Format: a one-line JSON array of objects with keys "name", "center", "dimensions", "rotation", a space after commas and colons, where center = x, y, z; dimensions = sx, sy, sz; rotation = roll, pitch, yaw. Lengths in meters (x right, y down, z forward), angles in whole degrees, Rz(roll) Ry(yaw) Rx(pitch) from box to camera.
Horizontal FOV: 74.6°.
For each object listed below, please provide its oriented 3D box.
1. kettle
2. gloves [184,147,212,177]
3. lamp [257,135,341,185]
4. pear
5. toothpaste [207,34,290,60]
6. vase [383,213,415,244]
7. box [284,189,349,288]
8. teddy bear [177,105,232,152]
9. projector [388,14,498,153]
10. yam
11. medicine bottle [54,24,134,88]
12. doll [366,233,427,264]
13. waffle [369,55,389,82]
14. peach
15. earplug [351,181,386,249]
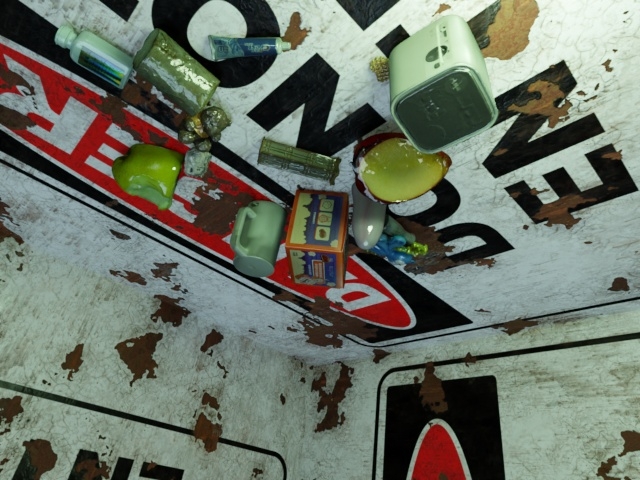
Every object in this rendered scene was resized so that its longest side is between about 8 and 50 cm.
[{"name": "kettle", "center": [-0.283, -0.023, 1.959], "dimensions": [0.205, 0.318, 0.265], "rotation": [10, 148, 1]}, {"name": "gloves", "center": [-0.511, -0.328, 1.759], "dimensions": [0.114, 0.070, 0.153], "rotation": [-3, 145, -29]}, {"name": "lamp", "center": [-0.084, -0.314, 1.676], "dimensions": [0.325, 0.090, 0.089], "rotation": [15, 147, -7]}, {"name": "pear", "center": [-0.757, -0.282, 1.820], "dimensions": [0.281, 0.176, 0.286], "rotation": [23, 144, -16]}, {"name": "toothpaste", "center": [-0.222, -0.605, 1.311], "dimensions": [0.268, 0.047, 0.069], "rotation": [5, 160, 13]}, {"name": "vase", "center": [0.362, -0.046, 1.984], "dimensions": [0.214, 0.086, 0.086], "rotation": [27, 143, -32]}, {"name": "box", "center": [0.000, 0.000, 1.921], "dimensions": [0.256, 0.319, 0.349], "rotation": [4, 146, 5]}, {"name": "teddy bear", "center": [-0.430, -0.429, 1.566], "dimensions": [0.190, 0.140, 0.177], "rotation": [-16, 169, 21]}, {"name": "projector", "center": [0.345, -0.443, 1.216], "dimensions": [0.248, 0.249, 0.248], "rotation": [-21, 137, 32]}, {"name": "yam", "center": [-0.464, -0.538, 1.372], "dimensions": [0.161, 0.161, 0.268], "rotation": [-21, 134, 38]}, {"name": "medicine bottle", "center": [-0.745, -0.613, 1.390], "dimensions": [0.228, 0.083, 0.121], "rotation": [27, 145, -27]}, {"name": "doll", "center": [0.336, 0.052, 2.048], "dimensions": [0.341, 0.099, 0.346], "rotation": [20, 164, -22]}, {"name": "waffle", "center": [0.194, -0.542, 1.327], "dimensions": [0.085, 0.016, 0.078], "rotation": [29, 138, -29]}, {"name": "peach", "center": [0.285, -0.280, 1.546], "dimensions": [0.361, 0.201, 0.258], "rotation": [-9, 114, 4]}, {"name": "earplug", "center": [0.201, -0.096, 1.739], "dimensions": [0.172, 0.301, 0.172], "rotation": [6, 147, 4]}]
